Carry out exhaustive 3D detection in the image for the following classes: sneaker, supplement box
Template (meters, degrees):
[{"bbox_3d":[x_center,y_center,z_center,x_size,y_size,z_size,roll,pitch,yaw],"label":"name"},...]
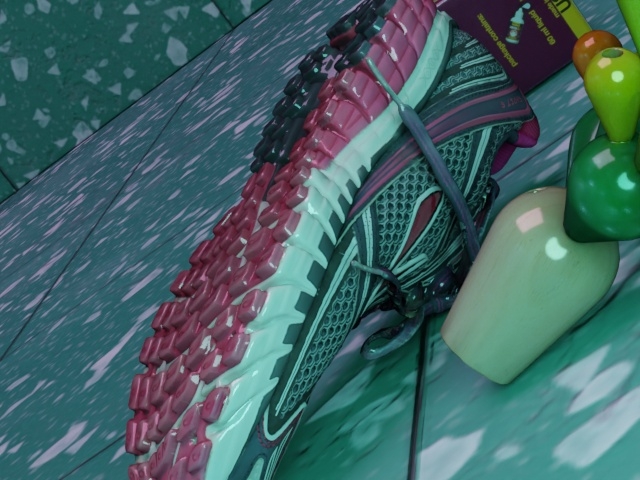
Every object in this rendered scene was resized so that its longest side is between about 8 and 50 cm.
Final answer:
[{"bbox_3d":[0.014,0.009,0.762,0.121,0.112,0.299,-31,25,55],"label":"sneaker"},{"bbox_3d":[0.072,-0.111,1.086,0.188,0.081,0.104,-35,12,11],"label":"supplement box"}]

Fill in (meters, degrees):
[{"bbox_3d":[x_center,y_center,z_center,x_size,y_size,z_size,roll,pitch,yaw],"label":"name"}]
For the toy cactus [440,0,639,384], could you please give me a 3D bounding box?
[{"bbox_3d":[0.117,-0.023,0.633,0.180,0.112,0.219,-55,10,14],"label":"toy cactus"}]
